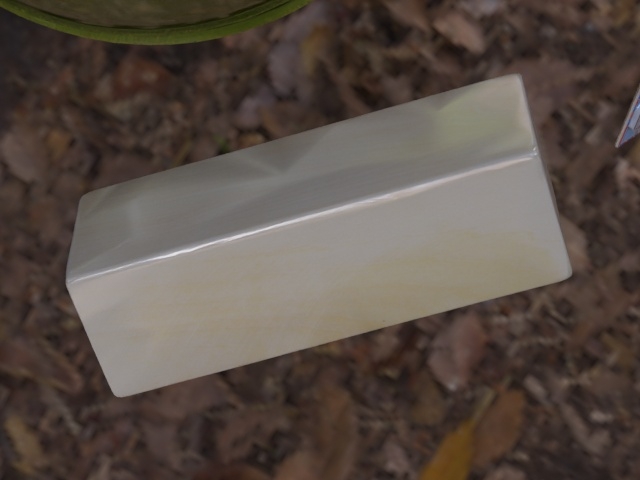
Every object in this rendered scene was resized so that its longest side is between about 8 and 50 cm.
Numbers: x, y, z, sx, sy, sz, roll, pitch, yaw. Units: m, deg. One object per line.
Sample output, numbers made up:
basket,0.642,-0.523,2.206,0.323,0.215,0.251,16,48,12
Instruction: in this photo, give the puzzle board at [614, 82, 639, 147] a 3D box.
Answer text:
puzzle board,0.280,-0.138,1.566,0.011,0.096,0.128,34,131,21

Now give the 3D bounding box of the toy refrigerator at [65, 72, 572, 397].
toy refrigerator,0.000,0.000,1.129,0.270,0.094,0.102,-15,30,7

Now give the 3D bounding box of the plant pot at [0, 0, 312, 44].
plant pot,-0.097,-0.260,0.953,0.366,0.366,0.353,-49,7,8
